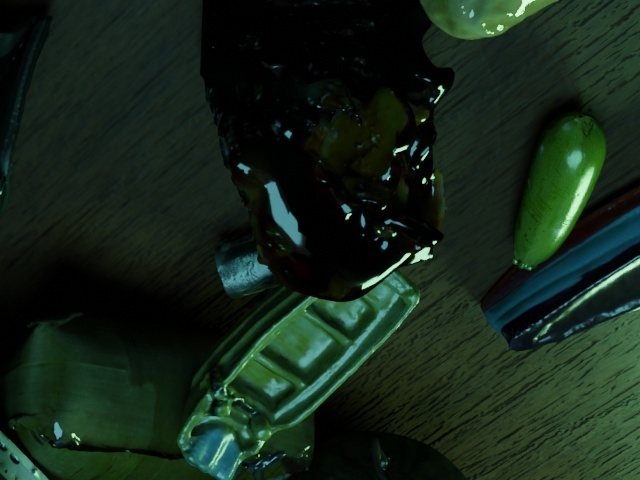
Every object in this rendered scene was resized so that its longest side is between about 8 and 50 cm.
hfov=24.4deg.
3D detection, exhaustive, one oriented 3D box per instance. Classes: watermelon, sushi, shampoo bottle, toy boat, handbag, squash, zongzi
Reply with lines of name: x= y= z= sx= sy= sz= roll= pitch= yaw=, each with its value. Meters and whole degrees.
watermelon: x=0.054 y=0.360 z=1.677 sx=0.278 sy=0.279 sz=0.359 roll=3 pitch=141 yaw=-6
sushi: x=0.006 y=-0.070 z=1.286 sx=0.215 sy=0.212 sz=0.227 roll=0 pitch=130 yaw=-8
shampoo bottle: x=0.000 y=0.001 z=1.471 sx=0.207 sy=0.057 sz=0.063 roll=-17 pitch=116 yaw=8
toy boat: x=0.336 y=0.007 z=1.493 sx=0.392 sy=0.079 sz=0.136 roll=-30 pitch=128 yaw=20
handbag: x=-0.305 y=-0.045 z=1.263 sx=0.079 sy=0.260 sz=0.247 roll=15 pitch=133 yaw=-12
squash: x=0.225 y=-0.044 z=1.436 sx=0.066 sy=0.066 sz=0.201 roll=6 pitch=136 yaw=-10
toy boat: x=-0.031 y=0.110 z=1.442 sx=0.111 sy=0.084 sz=0.276 roll=38 pitch=102 yaw=-30
zongzi: x=-0.222 y=0.212 z=1.616 sx=0.356 sy=0.174 sz=0.393 roll=13 pitch=151 yaw=-31

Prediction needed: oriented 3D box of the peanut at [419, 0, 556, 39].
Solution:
peanut: x=0.182 y=-0.289 z=1.143 sx=0.147 sy=0.147 sz=0.319 roll=17 pitch=127 yaw=-20

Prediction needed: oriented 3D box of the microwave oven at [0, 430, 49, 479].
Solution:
microwave oven: x=-0.509 y=0.210 z=1.402 sx=0.333 sy=0.247 sz=0.394 roll=-6 pitch=130 yaw=47
